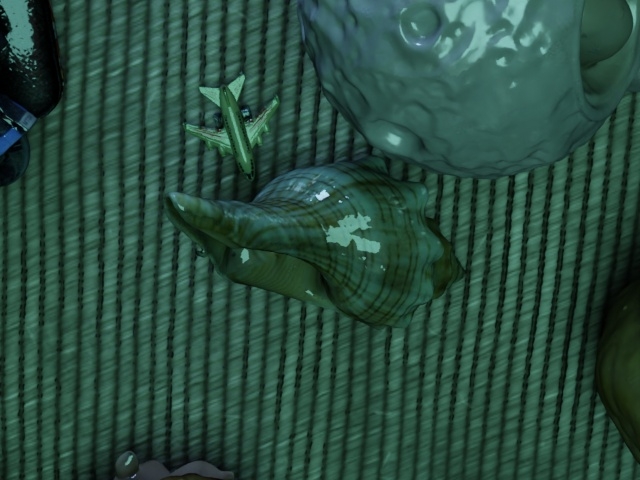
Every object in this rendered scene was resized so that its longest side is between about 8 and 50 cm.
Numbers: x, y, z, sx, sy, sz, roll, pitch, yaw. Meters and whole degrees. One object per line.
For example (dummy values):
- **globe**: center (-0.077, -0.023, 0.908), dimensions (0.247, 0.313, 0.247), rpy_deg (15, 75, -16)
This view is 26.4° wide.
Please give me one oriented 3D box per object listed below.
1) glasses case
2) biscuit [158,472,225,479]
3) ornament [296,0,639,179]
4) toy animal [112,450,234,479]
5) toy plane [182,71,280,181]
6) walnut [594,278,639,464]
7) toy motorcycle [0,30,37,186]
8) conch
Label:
- **glasses case**: center (-0.320, -0.245, 1.340), dimensions (0.103, 0.067, 0.266), rpy_deg (-7, 107, -2)
- **biscuit**: center (-0.179, 0.375, 1.462), dimensions (0.296, 0.102, 0.296), rpy_deg (-8, 134, -9)
- **ornament**: center (0.135, -0.222, 1.258), dimensions (0.337, 0.337, 0.337), rpy_deg (-1, 106, -5)
- **toy animal**: center (-0.167, 0.276, 1.496), dimensions (0.150, 0.083, 0.089), rpy_deg (-5, 149, -13)
- **toy plane**: center (-0.087, -0.115, 1.413), dimensions (0.102, 0.040, 0.111), rpy_deg (-16, 107, 1)
- **walnut**: center (0.477, 0.132, 1.393), dimensions (0.381, 0.381, 0.381), rpy_deg (-1, 106, -5)
- **toy motorcycle**: center (-0.438, -0.093, 1.326), dimensions (0.358, 0.125, 0.212), rpy_deg (-25, 111, 21)
- **conch**: center (0.001, -0.011, 1.386), dimensions (0.386, 0.169, 0.203), rpy_deg (26, 139, -28)
